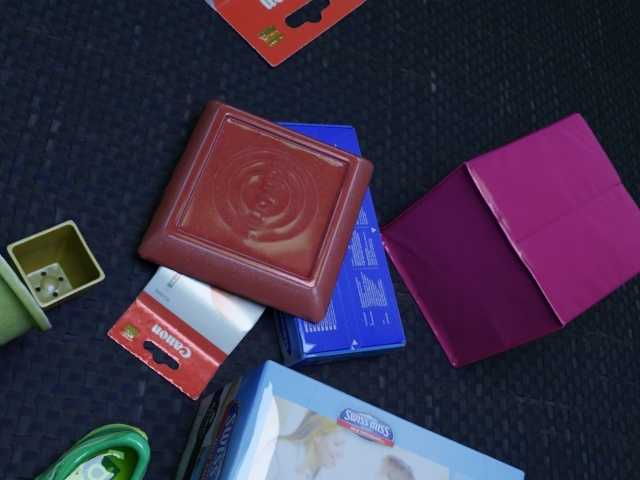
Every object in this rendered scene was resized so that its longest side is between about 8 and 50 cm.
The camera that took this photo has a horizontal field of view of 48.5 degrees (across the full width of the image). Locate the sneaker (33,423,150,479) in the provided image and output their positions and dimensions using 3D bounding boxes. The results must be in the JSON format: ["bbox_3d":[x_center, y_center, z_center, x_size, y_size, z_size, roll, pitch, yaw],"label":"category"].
[{"bbox_3d":[-0.287,0.299,0.720,0.109,0.123,0.295,43,57,-5],"label":"sneaker"}]

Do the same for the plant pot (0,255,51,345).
[{"bbox_3d":[-0.452,0.057,0.683,0.254,0.276,0.276,-40,90,-22],"label":"plant pot"}]

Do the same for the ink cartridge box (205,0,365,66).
[{"bbox_3d":[-0.107,-0.517,1.194,0.385,0.091,0.308,46,56,-1],"label":"ink cartridge box"}]

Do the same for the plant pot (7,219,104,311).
[{"bbox_3d":[-0.317,0.039,0.843,0.081,0.083,0.082,-28,84,-34],"label":"plant pot"}]

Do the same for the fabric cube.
[{"bbox_3d":[0.291,0.001,1.075,0.258,0.254,0.259,-25,82,-31],"label":"fabric cube"}]

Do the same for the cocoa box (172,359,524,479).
[{"bbox_3d":[0.017,0.322,0.804,0.347,0.228,0.232,26,59,-15],"label":"cocoa box"}]

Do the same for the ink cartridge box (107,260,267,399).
[{"bbox_3d":[-0.163,0.091,0.925,0.145,0.045,0.179,39,54,-7],"label":"ink cartridge box"}]

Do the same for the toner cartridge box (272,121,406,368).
[{"bbox_3d":[0.000,0.000,1.030,0.165,0.075,0.348,-2,69,-26],"label":"toner cartridge box"}]

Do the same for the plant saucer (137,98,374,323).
[{"bbox_3d":[-0.074,-0.053,0.950,0.259,0.048,0.259,21,67,-5],"label":"plant saucer"}]
